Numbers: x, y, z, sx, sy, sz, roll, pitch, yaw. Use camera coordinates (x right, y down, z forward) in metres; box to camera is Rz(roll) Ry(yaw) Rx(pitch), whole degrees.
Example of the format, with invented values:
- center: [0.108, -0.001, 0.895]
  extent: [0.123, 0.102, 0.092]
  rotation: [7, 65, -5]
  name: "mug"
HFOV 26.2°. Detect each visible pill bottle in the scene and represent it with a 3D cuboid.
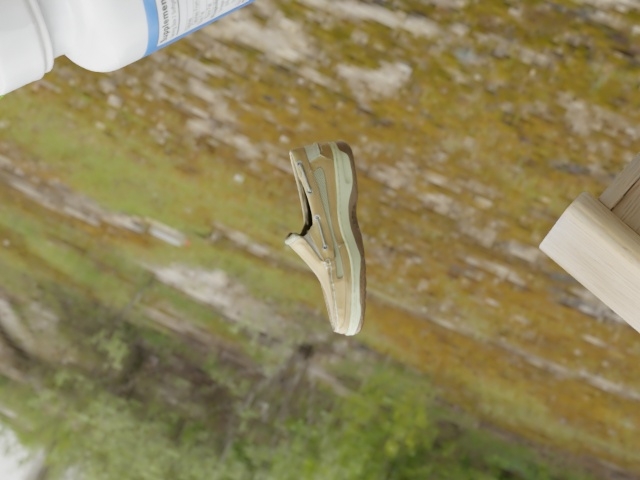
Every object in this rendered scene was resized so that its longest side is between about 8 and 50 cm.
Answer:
- center: [-0.102, -0.170, 0.763]
  extent: [0.124, 0.221, 0.124]
  rotation: [50, 158, 29]
  name: "pill bottle"

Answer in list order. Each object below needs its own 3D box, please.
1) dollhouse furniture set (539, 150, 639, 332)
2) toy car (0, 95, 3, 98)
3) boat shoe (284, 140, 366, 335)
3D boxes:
- center: [0.227, -0.074, 0.446]
  extent: [0.303, 0.174, 0.355]
  rotation: [41, 157, 9]
  name: "dollhouse furniture set"
- center: [-0.264, -0.208, 1.044]
  extent: [0.155, 0.149, 0.188]
  rotation: [54, -176, -23]
  name: "toy car"
- center: [0.000, 0.000, 1.336]
  extent: [0.072, 0.190, 0.068]
  rotation: [-6, 175, -15]
  name: "boat shoe"
